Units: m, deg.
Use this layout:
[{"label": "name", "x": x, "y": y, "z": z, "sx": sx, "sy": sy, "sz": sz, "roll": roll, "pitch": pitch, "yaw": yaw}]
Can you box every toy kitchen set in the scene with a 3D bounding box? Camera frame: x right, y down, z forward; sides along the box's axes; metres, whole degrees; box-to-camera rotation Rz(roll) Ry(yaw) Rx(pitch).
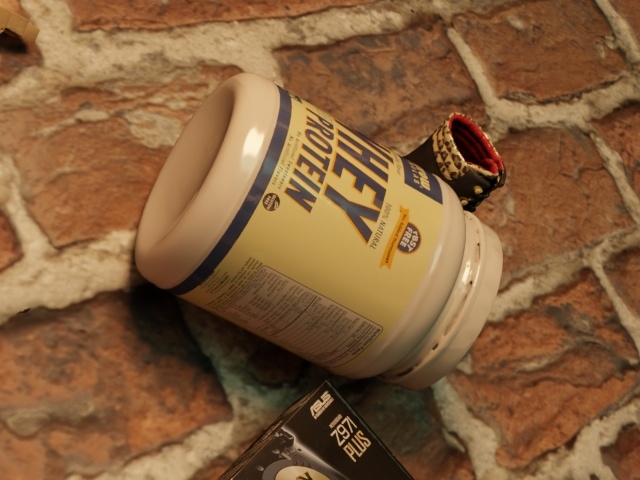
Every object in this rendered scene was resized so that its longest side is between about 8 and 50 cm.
[{"label": "toy kitchen set", "x": -0.354, "y": -0.211, "z": 1.317, "sx": 0.068, "sy": 0.075, "sz": 0.083, "roll": 24, "pitch": 0, "yaw": 24}]

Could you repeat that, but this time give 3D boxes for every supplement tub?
[{"label": "supplement tub", "x": 0.000, "y": 0.000, "z": 1.305, "sx": 0.325, "sy": 0.235, "sz": 0.235, "roll": 28, "pitch": 50, "yaw": -21}]

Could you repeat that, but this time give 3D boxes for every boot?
[{"label": "boot", "x": 0.150, "y": -0.013, "z": 1.465, "sx": 0.085, "sy": 0.178, "sz": 0.236, "roll": -13, "pitch": 71, "yaw": -41}]

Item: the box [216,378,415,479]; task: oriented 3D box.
[{"label": "box", "x": -0.012, "y": 0.252, "z": 1.250, "sx": 0.147, "sy": 0.077, "sz": 0.180, "roll": 50, "pitch": 46, "yaw": 0}]
